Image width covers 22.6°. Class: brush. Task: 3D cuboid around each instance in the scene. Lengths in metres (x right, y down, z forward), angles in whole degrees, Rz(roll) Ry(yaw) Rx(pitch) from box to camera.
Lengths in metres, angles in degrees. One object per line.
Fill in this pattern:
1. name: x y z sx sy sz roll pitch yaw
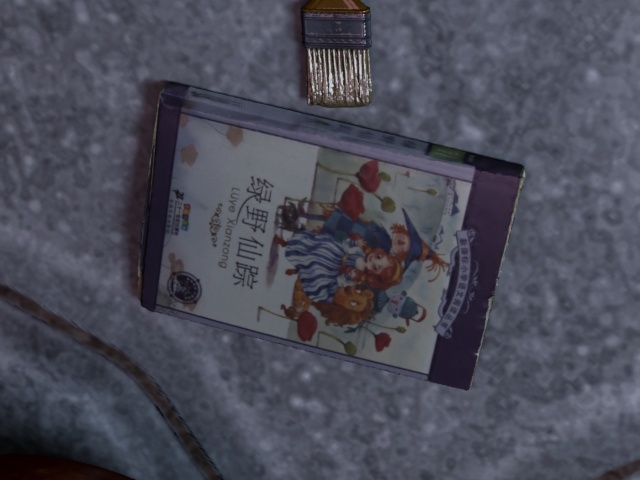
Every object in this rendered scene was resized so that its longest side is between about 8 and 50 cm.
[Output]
1. brush: 0.008 -0.158 0.941 0.043 0.014 0.170 3 114 13

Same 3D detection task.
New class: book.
1. book: 0.000 0.000 1.011 0.231 0.026 0.157 14 118 7

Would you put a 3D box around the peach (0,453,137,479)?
1. peach: -0.188 0.332 1.055 0.335 0.310 0.406 35 112 38
